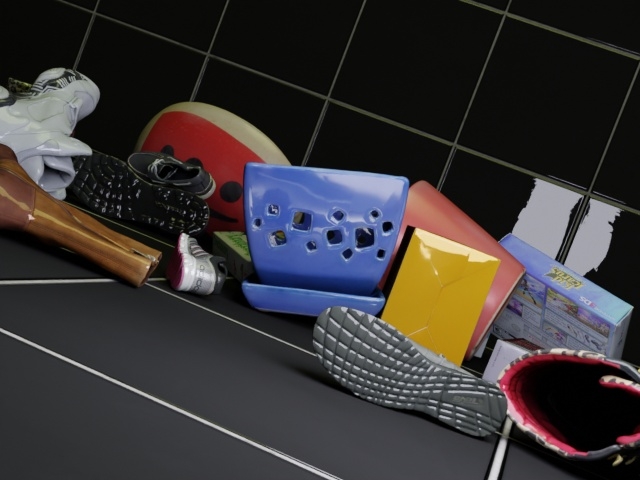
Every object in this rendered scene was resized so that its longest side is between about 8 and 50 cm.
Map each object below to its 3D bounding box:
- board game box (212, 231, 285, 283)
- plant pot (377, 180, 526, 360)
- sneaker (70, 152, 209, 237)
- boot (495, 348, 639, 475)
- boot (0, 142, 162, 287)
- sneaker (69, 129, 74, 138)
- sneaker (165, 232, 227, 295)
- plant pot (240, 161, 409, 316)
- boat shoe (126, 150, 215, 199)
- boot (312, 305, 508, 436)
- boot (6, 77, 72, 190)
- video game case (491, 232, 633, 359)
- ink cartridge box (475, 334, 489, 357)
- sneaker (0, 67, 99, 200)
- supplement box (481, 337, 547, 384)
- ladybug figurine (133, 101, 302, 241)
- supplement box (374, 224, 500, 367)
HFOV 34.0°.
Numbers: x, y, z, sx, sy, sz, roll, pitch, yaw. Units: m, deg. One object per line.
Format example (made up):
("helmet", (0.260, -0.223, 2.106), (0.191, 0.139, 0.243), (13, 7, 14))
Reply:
("board game box", (-0.066, 0.031, 1.816), (0.192, 0.053, 0.305), (-1, 9, -17))
("plant pot", (0.211, 0.067, 1.848), (0.243, 0.275, 0.275), (32, 5, 13))
("sneaker", (-0.352, -0.070, 2.009), (0.283, 0.107, 0.124), (25, -12, -2))
("boot", (0.406, 0.223, 1.217), (0.377, 0.138, 0.284), (18, -3, 35))
("boot", (-0.334, -0.039, 1.360), (0.280, 0.096, 0.264), (21, 3, -9))
("sneaker", (-0.624, -0.232, 2.146), (0.106, 0.163, 0.281), (23, 3, 39))
("sneaker", (-0.167, 0.039, 1.439), (0.074, 0.063, 0.170), (20, 8, -15))
("plant pot", (0.000, 0.000, 1.537), (0.235, 0.212, 0.236), (6, 2, 0))
("boat shoe", (-0.296, -0.140, 2.020), (0.206, 0.075, 0.065), (20, -21, 26))
("boot", (0.086, 0.148, 1.204), (0.246, 0.083, 0.161), (28, -3, -11))
("boot", (-0.538, -0.204, 2.069), (0.236, 0.179, 0.085), (18, 2, -28))
("video game case", (0.431, 0.145, 1.928), (0.269, 0.061, 0.244), (35, -30, 31))
("ink cartridge box", (0.286, 0.166, 2.009), (0.052, 0.089, 0.122), (20, 3, -8))
("sneaker", (-0.482, -0.187, 1.882), (0.210, 0.137, 0.366), (44, 28, 9))
("supplement box", (0.360, 0.218, 1.736), (0.130, 0.073, 0.239), (23, 4, 21))
("ladybug figurine", (-0.229, -0.120, 2.157), (0.449, 0.305, 0.162), (19, 40, 36))
("supplement box", (0.160, 0.088, 1.547), (0.129, 0.191, 0.194), (21, 2, 0))
